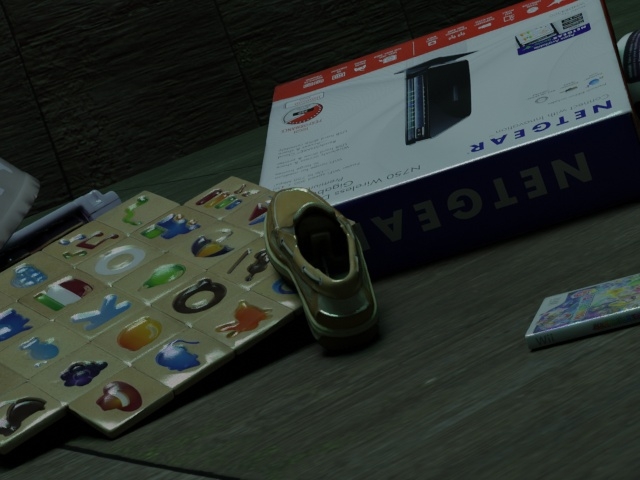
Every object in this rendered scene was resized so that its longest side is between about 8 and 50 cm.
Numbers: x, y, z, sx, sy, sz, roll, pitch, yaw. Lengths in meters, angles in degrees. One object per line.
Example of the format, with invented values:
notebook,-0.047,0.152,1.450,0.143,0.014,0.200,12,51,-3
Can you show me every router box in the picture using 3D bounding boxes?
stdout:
router box,0.117,-0.098,1.451,0.335,0.082,0.301,-18,27,12

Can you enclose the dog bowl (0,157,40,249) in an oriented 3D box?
dog bowl,-0.426,0.032,1.515,0.349,0.102,0.349,-39,18,15

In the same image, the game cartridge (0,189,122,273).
game cartridge,-0.357,0.052,1.738,0.196,0.060,0.294,-33,2,39

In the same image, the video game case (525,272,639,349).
video game case,0.190,0.036,0.977,0.122,0.011,0.087,-16,9,19

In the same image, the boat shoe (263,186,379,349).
boat shoe,0.000,0.000,1.182,0.068,0.072,0.190,-18,34,-11

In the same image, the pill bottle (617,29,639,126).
pill bottle,0.352,-0.162,1.563,0.193,0.108,0.108,-12,11,39

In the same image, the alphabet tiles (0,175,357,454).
alphabet tiles,-0.150,0.047,1.260,0.342,0.011,0.285,-32,33,-29
